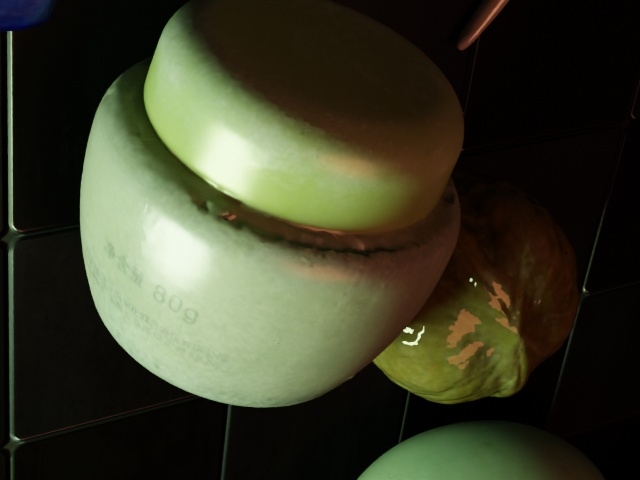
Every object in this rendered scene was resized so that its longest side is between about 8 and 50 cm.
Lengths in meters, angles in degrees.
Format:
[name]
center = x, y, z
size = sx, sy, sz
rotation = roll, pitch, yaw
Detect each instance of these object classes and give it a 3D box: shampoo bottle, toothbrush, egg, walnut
[shampoo bottle]
center = -0.046, -0.031, 1.167
size = 0.322, 0.322, 0.317
rotation = 0, 127, -35
[toothbrush]
center = 0.231, -0.317, 1.364
size = 0.029, 0.025, 0.307
rotation = 33, 99, -36
[egg]
center = 0.189, 0.357, 1.644
size = 0.388, 0.276, 0.276
rotation = -3, 122, -31
[walnut]
center = 0.125, 0.035, 1.370
size = 0.227, 0.283, 0.283
rotation = -30, 134, -14

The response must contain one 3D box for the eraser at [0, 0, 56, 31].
[eraser]
center = -0.353, -0.224, 0.969
size = 0.332, 0.101, 0.155
rotation = -9, 124, -32
